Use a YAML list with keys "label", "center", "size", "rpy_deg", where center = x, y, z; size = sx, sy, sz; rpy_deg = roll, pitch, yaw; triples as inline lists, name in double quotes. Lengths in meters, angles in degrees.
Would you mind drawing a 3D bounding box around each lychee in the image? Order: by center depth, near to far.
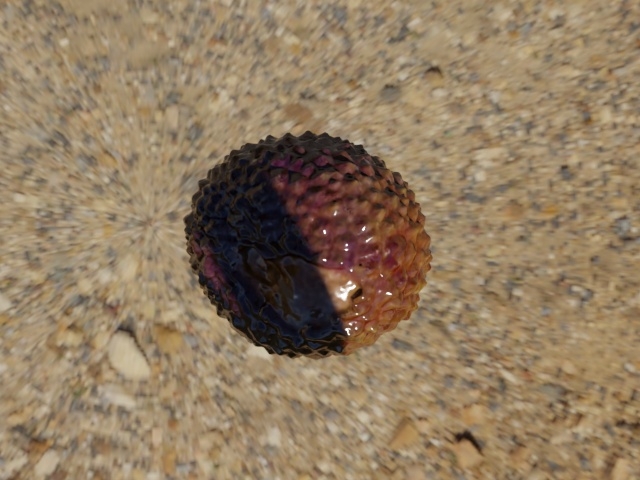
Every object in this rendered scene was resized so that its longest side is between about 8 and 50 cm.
- label: "lychee"
  center: [0.000, 0.000, 1.102]
  size: [0.188, 0.188, 0.188]
  rpy_deg: [0, 91, -7]
